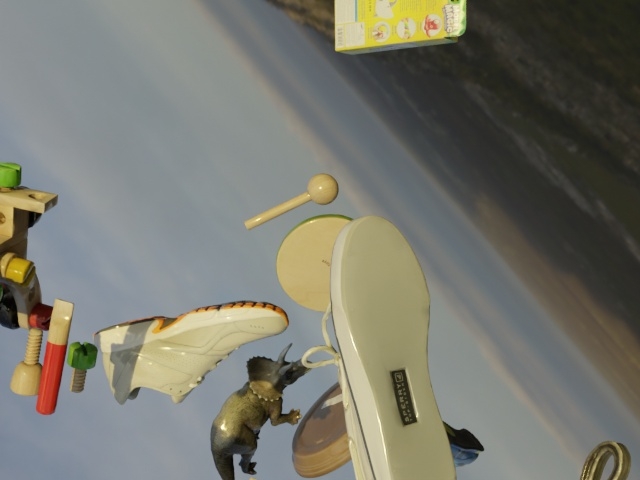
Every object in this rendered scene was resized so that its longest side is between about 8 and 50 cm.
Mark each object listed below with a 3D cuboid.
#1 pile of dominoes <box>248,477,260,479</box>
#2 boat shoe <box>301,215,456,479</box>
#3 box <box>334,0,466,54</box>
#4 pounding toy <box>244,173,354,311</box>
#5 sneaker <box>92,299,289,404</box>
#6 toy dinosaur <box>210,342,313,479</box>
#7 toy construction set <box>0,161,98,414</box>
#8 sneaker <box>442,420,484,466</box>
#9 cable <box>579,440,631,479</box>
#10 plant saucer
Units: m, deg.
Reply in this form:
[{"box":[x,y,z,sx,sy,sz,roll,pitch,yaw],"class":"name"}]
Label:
[{"box":[-0.053,0.588,2.165,0.196,0.040,0.251,10,152,12],"class":"pile of dominoes"},{"box":[0.061,0.161,1.225,0.156,0.136,0.367,-27,73,55],"class":"boat shoe"},{"box":[0.102,-0.291,1.226,0.043,0.179,0.105,-3,-87,-54],"class":"box"},{"box":[0.000,0.000,1.712,0.237,0.183,0.110,57,-168,-24],"class":"pounding toy"},{"box":[-0.166,0.152,1.338,0.099,0.262,0.121,-9,-92,-85],"class":"sneaker"},{"box":[-0.134,0.319,1.754,0.121,0.313,0.160,34,170,41],"class":"toy dinosaur"},{"box":[-0.391,0.040,1.213,0.309,0.237,0.257,24,-162,33],"class":"toy construction set"},{"box":[0.224,0.377,1.796,0.069,0.082,0.209,54,-167,33],"class":"sneaker"},{"box":[0.366,0.424,1.499,0.072,0.287,0.139,17,-145,-21],"class":"cable"},{"box":[0.042,0.347,1.954,0.041,0.278,0.278,47,-175,-14],"class":"plant saucer"}]
